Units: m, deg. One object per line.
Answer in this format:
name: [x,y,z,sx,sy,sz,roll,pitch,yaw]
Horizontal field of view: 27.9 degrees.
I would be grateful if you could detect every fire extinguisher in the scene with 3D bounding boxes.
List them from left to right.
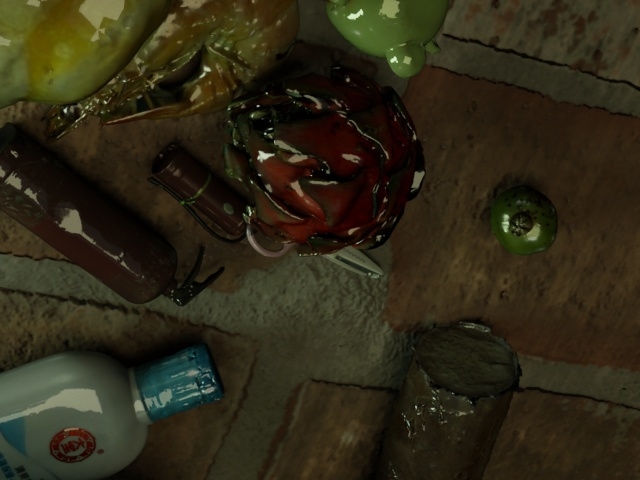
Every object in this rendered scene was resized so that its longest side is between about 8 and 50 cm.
fire extinguisher: [-0.207,-0.014,1.225,0.268,0.072,0.089,40,72,-29]
fire extinguisher: [-0.104,-0.040,1.248,0.132,0.039,0.056,40,82,-30]

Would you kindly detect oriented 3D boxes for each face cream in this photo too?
face cream: [-0.265,0.188,1.319,0.337,0.080,0.163,-19,126,-2]

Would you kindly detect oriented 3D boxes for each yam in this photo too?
yam: [0.127,0.233,1.421,0.131,0.131,0.279,5,120,-17]

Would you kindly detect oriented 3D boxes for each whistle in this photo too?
whistle: [0.015,-0.255,1.106,0.106,0.131,0.288,-24,127,38]

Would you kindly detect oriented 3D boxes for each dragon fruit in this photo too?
dragon fruit: [0.002,-0.072,1.179,0.189,0.182,0.182,-12,122,-17]

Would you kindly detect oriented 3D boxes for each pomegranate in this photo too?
pomegranate: [0.206,-0.024,1.314,0.073,0.073,0.084,-32,149,6]

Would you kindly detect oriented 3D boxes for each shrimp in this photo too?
shrimp: [-0.138,-0.159,1.162,0.267,0.061,0.145,-33,132,4]

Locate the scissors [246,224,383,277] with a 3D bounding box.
scissors: [0.000,0.000,1.301,0.176,0.022,0.085,31,75,-35]

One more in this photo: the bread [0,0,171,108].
bread: [-0.275,-0.256,0.982,0.341,0.210,0.300,20,125,-24]
